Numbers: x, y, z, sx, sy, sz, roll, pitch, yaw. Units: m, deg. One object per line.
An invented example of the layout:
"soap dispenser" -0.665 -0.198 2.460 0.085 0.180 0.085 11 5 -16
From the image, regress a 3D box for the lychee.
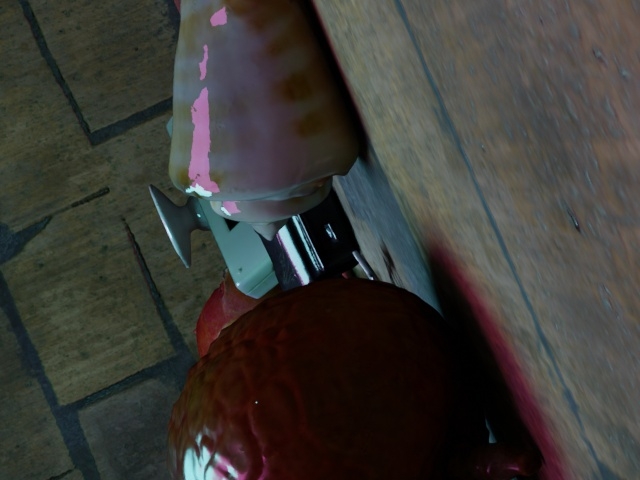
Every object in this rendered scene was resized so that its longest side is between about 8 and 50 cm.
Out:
"lychee" 0.022 0.147 0.971 0.255 0.299 0.255 -4 -90 -67

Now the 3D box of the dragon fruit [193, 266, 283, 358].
"dragon fruit" -0.038 0.129 1.683 0.227 0.224 0.224 44 171 13

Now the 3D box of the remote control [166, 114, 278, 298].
"remote control" -0.094 -0.088 1.674 0.050 0.145 0.344 32 -158 -41

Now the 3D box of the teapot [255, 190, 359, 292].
"teapot" -0.005 -0.007 1.465 0.096 0.087 0.177 -9 107 60

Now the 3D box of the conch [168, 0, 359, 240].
"conch" -0.067 -0.104 1.050 0.158 0.127 0.255 23 142 50

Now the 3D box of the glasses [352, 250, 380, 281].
"glasses" 0.060 0.128 1.268 0.162 0.095 0.255 -106 -1 -46

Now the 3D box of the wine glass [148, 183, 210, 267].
"wine glass" -0.125 -0.061 1.876 0.165 0.196 0.165 158 90 -88
